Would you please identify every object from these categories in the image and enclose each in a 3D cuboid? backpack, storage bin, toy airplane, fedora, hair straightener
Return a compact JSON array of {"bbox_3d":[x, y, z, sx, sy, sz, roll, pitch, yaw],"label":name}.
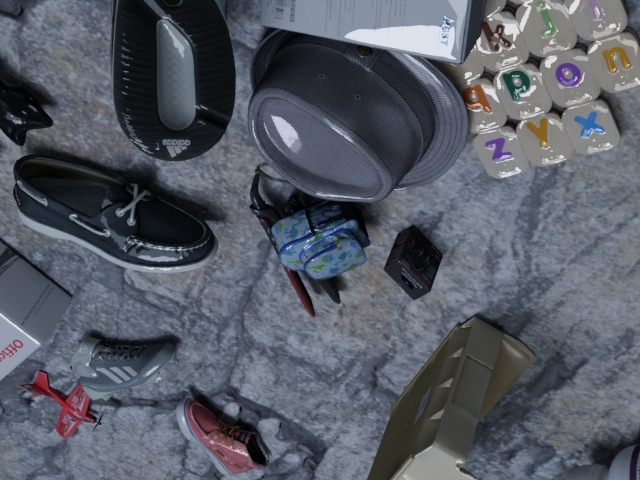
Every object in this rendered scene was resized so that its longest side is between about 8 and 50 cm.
[{"bbox_3d":[0.000,0.000,1.501,0.114,0.084,0.105,-20,155,8],"label":"backpack"},{"bbox_3d":[0.166,0.278,1.591,0.123,0.262,0.260,30,132,-2],"label":"storage bin"},{"bbox_3d":[-0.435,0.273,1.971,0.151,0.028,0.151,10,130,12],"label":"toy airplane"},{"bbox_3d":[0.024,-0.130,1.376,0.275,0.124,0.243,34,139,-3],"label":"fedora"},{"bbox_3d":[-0.024,-0.006,1.584,0.089,0.047,0.230,-25,114,6],"label":"hair straightener"}]

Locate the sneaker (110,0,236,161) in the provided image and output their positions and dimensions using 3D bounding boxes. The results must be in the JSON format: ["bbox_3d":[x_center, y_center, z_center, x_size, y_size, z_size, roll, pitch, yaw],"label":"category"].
[{"bbox_3d":[-0.178,-0.322,1.284,0.169,0.257,0.447,3,99,-17],"label":"sneaker"}]

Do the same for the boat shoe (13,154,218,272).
[{"bbox_3d":[-0.285,-0.039,1.596,0.303,0.114,0.091,12,137,10],"label":"boat shoe"}]

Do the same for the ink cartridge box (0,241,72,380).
[{"bbox_3d":[-0.553,0.084,1.798,0.273,0.114,0.198,41,130,-15],"label":"ink cartridge box"}]

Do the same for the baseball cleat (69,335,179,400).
[{"bbox_3d":[-0.318,0.187,1.828,0.206,0.072,0.109,-29,107,32],"label":"baseball cleat"}]

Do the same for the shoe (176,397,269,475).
[{"bbox_3d":[-0.154,0.310,1.877,0.081,0.063,0.178,-14,128,28],"label":"shoe"}]

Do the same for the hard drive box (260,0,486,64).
[{"bbox_3d":[0.060,-0.303,1.240,0.232,0.089,0.181,15,126,14],"label":"hard drive box"}]

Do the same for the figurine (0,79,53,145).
[{"bbox_3d":[-0.494,-0.181,1.581,0.209,0.092,0.215,43,131,-21],"label":"figurine"}]

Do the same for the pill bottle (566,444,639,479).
[{"bbox_3d":[0.496,0.355,1.592,0.302,0.169,0.169,-13,122,30],"label":"pill bottle"}]

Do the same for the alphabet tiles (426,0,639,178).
[{"bbox_3d":[0.218,-0.200,1.333,0.284,0.021,0.278,-15,122,30],"label":"alphabet tiles"}]

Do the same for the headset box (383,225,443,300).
[{"bbox_3d":[0.120,0.032,1.521,0.032,0.083,0.062,-31,112,38],"label":"headset box"}]
